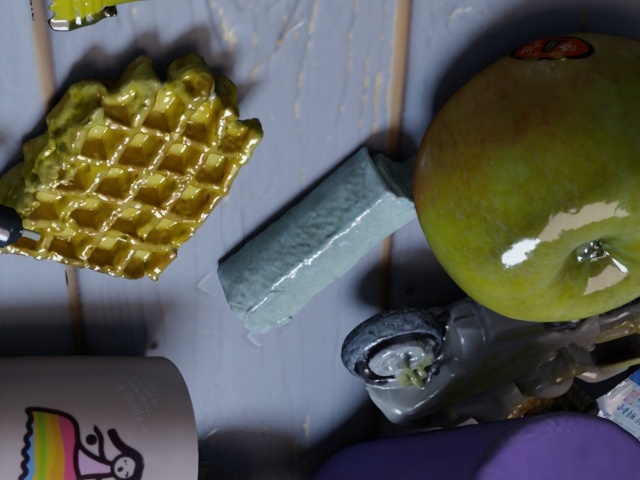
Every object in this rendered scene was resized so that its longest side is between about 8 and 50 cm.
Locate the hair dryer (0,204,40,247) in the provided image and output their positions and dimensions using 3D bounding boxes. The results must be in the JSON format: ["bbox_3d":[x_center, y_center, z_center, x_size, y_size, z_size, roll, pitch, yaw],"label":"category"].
[{"bbox_3d":[-0.312,-0.024,1.428,0.219,0.071,0.124,14,132,-25],"label":"hair dryer"}]

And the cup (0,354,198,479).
[{"bbox_3d":[-0.233,0.223,1.656,0.200,0.253,0.191,4,174,-26],"label":"cup"}]

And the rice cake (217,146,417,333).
[{"bbox_3d":[0.000,0.000,1.637,0.206,0.069,0.063,-37,140,22],"label":"rice cake"}]

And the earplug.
[{"bbox_3d":[0.123,0.270,1.800,0.215,0.215,0.456,-2,175,-24],"label":"earplug"}]

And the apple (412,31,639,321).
[{"bbox_3d":[0.206,-0.048,1.575,0.261,0.194,0.261,-12,143,-9],"label":"apple"}]

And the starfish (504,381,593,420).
[{"bbox_3d":[0.216,0.292,2.099,0.324,0.082,0.432,1,140,-32],"label":"starfish"}]

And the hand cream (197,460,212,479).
[{"bbox_3d":[-0.167,0.283,1.929,0.076,0.047,0.174,2,128,-28],"label":"hand cream"}]

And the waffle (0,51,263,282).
[{"bbox_3d":[-0.146,-0.063,1.495,0.160,0.055,0.211,11,132,-36],"label":"waffle"}]

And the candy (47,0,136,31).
[{"bbox_3d":[-0.046,-0.227,1.321,0.297,0.081,0.187,-13,140,-11],"label":"candy"}]

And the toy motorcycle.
[{"bbox_3d":[0.171,0.106,1.820,0.340,0.108,0.223,-11,148,-17],"label":"toy motorcycle"}]

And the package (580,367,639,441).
[{"bbox_3d":[0.304,0.198,1.962,0.173,0.027,0.171,-42,142,14],"label":"package"}]
